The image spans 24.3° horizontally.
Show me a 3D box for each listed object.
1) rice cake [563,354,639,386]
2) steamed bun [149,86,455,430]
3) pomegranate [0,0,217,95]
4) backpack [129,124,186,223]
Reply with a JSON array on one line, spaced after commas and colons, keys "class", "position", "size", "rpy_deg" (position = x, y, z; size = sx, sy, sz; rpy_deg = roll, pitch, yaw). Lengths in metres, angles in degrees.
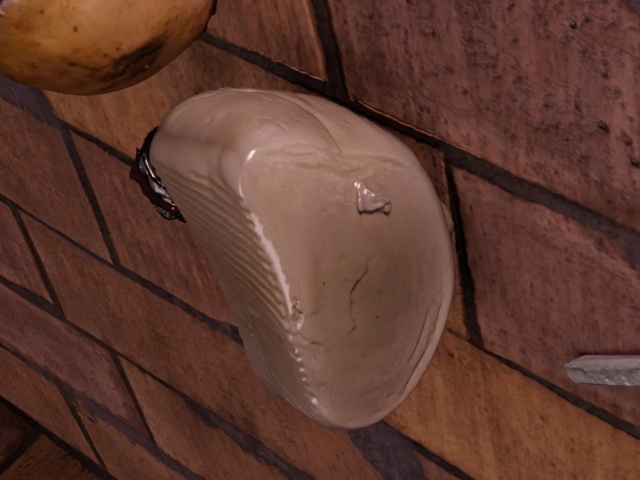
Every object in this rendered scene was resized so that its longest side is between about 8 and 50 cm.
[{"class": "rice cake", "position": [0.323, 0.133, 1.521], "size": [0.033, 0.033, 0.207], "rpy_deg": [61, 153, -10]}, {"class": "steamed bun", "position": [0.002, -0.005, 1.576], "size": [0.247, 0.236, 0.383], "rpy_deg": [25, 143, 54]}, {"class": "pomegranate", "position": [-0.246, -0.294, 1.429], "size": [0.322, 0.322, 0.322], "rpy_deg": [35, 153, 21]}, {"class": "backpack", "position": [-0.172, -0.095, 1.838], "size": [0.120, 0.106, 0.165], "rpy_deg": [46, 158, 7]}]
